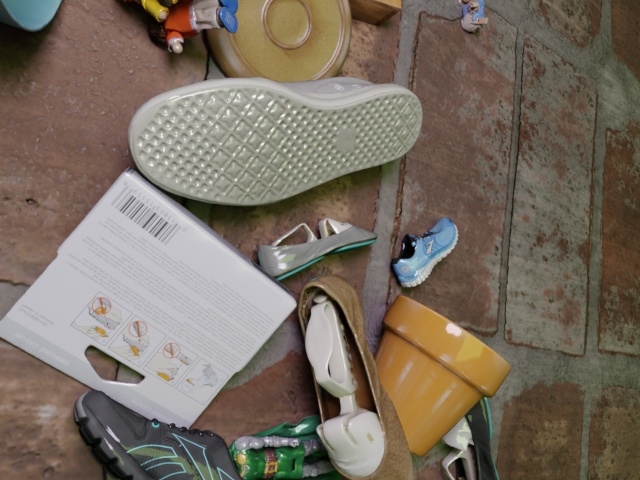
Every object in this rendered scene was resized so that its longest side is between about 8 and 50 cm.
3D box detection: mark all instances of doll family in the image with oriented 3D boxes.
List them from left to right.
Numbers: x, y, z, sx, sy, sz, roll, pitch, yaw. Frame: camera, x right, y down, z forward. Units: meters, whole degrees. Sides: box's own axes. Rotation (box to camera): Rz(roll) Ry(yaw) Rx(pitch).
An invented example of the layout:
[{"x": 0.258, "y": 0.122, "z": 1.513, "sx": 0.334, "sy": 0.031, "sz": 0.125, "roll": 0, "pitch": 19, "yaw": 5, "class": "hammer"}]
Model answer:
[{"x": -0.188, "y": -0.379, "z": 0.608, "sx": 0.118, "sy": 0.163, "sz": 0.263, "roll": 29, "pitch": 68, "yaw": -60, "class": "doll family"}]

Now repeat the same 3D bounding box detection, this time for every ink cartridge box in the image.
[{"x": -0.207, "y": 0.087, "z": 0.609, "sx": 0.275, "sy": 0.060, "sz": 0.239, "roll": 41, "pitch": 90, "yaw": -22, "class": "ink cartridge box"}]

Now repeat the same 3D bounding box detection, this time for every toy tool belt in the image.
[{"x": 0.321, "y": -0.478, "z": 0.981, "sx": 0.052, "sy": 0.051, "sz": 0.084, "roll": -6, "pitch": 89, "yaw": -32, "class": "toy tool belt"}]

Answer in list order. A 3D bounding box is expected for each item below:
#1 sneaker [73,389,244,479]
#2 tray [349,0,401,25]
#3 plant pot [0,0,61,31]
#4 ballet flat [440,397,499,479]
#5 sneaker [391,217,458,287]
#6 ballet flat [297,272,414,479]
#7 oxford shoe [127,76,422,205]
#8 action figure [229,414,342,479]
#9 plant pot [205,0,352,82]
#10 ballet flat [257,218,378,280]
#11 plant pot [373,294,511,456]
[{"x": -0.181, "y": 0.269, "z": 0.578, "sx": 0.267, "sy": 0.101, "sz": 0.106, "roll": 47, "pitch": 51, "yaw": -4, "class": "sneaker"}, {"x": 0.033, "y": -0.601, "z": 0.804, "sx": 0.202, "sy": 0.076, "sz": 0.412, "roll": 0, "pitch": 85, "yaw": -32, "class": "tray"}, {"x": -0.379, "y": -0.368, "z": 0.418, "sx": 0.234, "sy": 0.293, "sz": 0.294, "roll": 8, "pitch": 81, "yaw": -16, "class": "plant pot"}, {"x": 0.261, "y": 0.367, "z": 0.852, "sx": 0.096, "sy": 0.095, "sz": 0.281, "roll": -14, "pitch": 93, "yaw": -19, "class": "ballet flat"}, {"x": 0.187, "y": 0.008, "z": 0.852, "sx": 0.162, "sy": 0.063, "sz": 0.073, "roll": -46, "pitch": 105, "yaw": -26, "class": "sneaker"}, {"x": 0.033, "y": 0.205, "z": 0.656, "sx": 0.124, "sy": 0.116, "sz": 0.343, "roll": 24, "pitch": 49, "yaw": -62, "class": "ballet flat"}, {"x": -0.049, "y": -0.157, "z": 0.682, "sx": 0.448, "sy": 0.130, "sz": 0.169, "roll": -17, "pitch": 126, "yaw": -33, "class": "oxford shoe"}, {"x": -0.052, "y": 0.317, "z": 0.684, "sx": 0.232, "sy": 0.063, "sz": 0.137, "roll": 6, "pitch": 86, "yaw": -27, "class": "action figure"}, {"x": -0.052, "y": -0.324, "z": 0.707, "sx": 0.236, "sy": 0.032, "sz": 0.237, "roll": -7, "pitch": 108, "yaw": -24, "class": "plant pot"}, {"x": 0.000, "y": 0.000, "z": 0.735, "sx": 0.213, "sy": 0.072, "sz": 0.068, "roll": -20, "pitch": 90, "yaw": -31, "class": "ballet flat"}, {"x": 0.159, "y": 0.221, "z": 0.752, "sx": 0.205, "sy": 0.205, "sz": 0.188, "roll": 37, "pitch": 84, "yaw": -24, "class": "plant pot"}]
